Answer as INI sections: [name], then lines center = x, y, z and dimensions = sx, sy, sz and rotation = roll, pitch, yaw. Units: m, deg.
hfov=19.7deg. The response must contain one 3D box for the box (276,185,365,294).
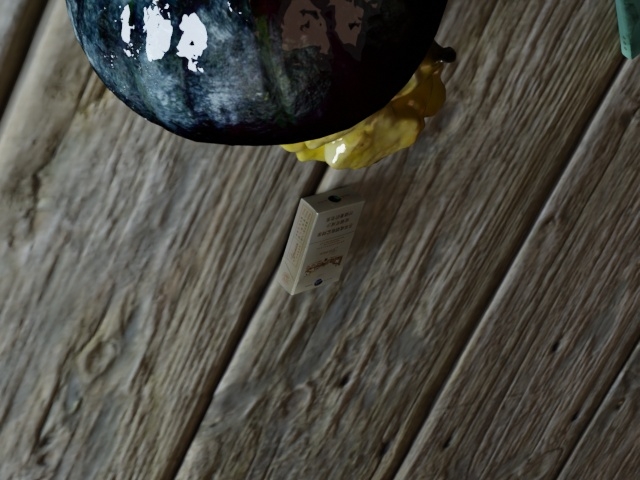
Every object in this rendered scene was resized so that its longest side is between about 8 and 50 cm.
[box]
center = 0.000, 0.000, 1.455
dimensions = 0.053, 0.024, 0.083
rotation = -15, 137, -41

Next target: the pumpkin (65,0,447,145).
[pumpkin]
center = -0.033, -0.163, 1.042
dimensions = 0.233, 0.233, 0.163
rotation = -36, 145, -17

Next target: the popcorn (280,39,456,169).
[popcorn]
center = 0.009, -0.118, 1.224
dimensions = 0.152, 0.148, 0.167
rotation = -38, 172, 34

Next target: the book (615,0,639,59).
[book]
center = 0.291, -0.226, 1.562
dimensions = 0.103, 0.017, 0.135
rotation = -38, 147, -10
